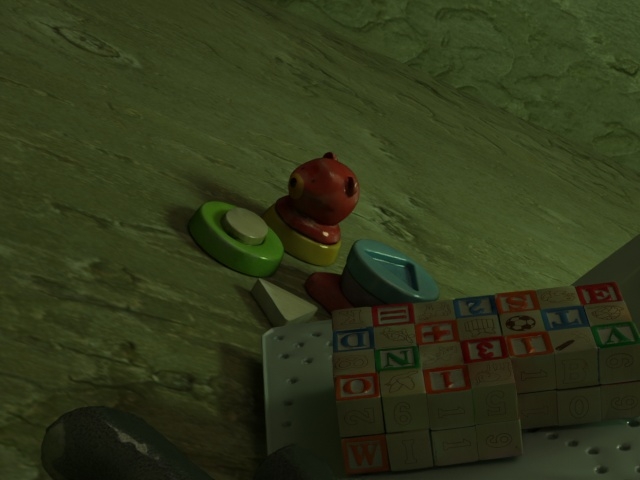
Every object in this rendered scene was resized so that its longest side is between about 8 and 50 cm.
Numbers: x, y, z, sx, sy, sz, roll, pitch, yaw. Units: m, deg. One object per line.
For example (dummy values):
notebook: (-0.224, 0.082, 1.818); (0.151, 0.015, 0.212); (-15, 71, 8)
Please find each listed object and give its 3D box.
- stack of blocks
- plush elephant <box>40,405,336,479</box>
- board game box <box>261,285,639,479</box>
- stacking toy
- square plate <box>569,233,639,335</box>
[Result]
stack of blocks: (0.163, 0.132, 1.415); (0.297, 0.087, 0.171); (-7, 27, 2)
plush elephant: (-0.058, 0.309, 0.982); (0.330, 0.255, 0.272); (38, 11, 36)
board game box: (0.140, 0.183, 1.476); (0.390, 0.050, 0.390); (-8, 27, 0)
stacking toy: (0.000, 0.000, 1.864); (0.279, 0.130, 0.309); (7, 32, -48)
square plate: (0.315, 0.141, 1.722); (0.049, 0.344, 0.347); (46, 19, -11)
